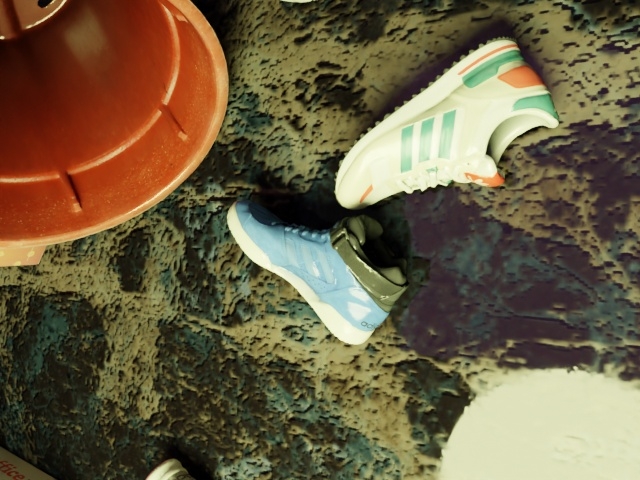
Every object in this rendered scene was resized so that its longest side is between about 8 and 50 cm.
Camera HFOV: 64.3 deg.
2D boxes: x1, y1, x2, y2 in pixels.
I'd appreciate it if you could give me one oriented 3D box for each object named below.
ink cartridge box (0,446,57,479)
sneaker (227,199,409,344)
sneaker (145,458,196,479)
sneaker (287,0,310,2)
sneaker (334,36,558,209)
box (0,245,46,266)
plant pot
[{"bbox_3d":[-0.400,0.329,0.501,0.197,0.273,0.114,10,93,27],"label":"ink cartridge box"},{"bbox_3d":[0.000,0.000,0.392,0.152,0.058,0.084,44,116,15],"label":"sneaker"},{"bbox_3d":[-0.136,0.299,0.474,0.075,0.063,0.170,10,92,34],"label":"sneaker"},{"bbox_3d":[-0.051,-0.242,0.414,0.158,0.061,0.064,25,97,24],"label":"sneaker"},{"bbox_3d":[0.082,-0.058,0.349,0.161,0.057,0.075,-37,69,21],"label":"sneaker"},{"bbox_3d":[-0.370,-0.047,0.526,0.091,0.170,0.130,40,109,22],"label":"box"},{"bbox_3d":[-0.259,-0.179,0.425,0.272,0.272,0.265,-44,65,22],"label":"plant pot"}]
